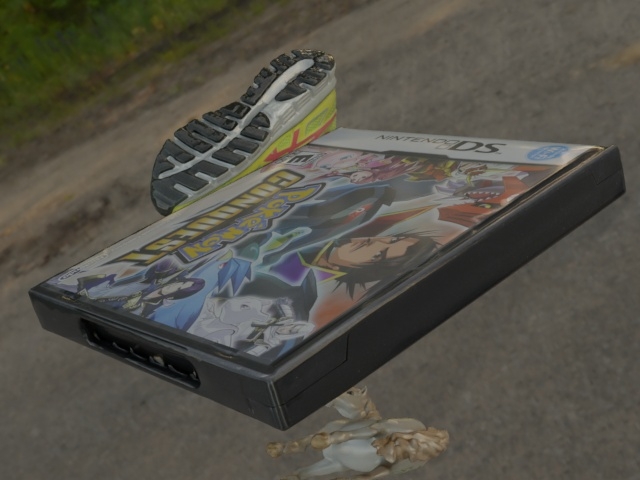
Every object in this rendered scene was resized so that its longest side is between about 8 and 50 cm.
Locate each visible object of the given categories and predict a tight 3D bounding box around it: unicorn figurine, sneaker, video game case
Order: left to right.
[{"bbox_3d":[-0.054,-0.074,0.916,0.208,0.094,0.081,-39,49,-23],"label":"sneaker"},{"bbox_3d":[0.000,0.000,0.634,0.275,0.035,0.248,-30,26,-33],"label":"video game case"},{"bbox_3d":[0.022,0.130,0.694,0.111,0.060,0.162,-13,16,-37],"label":"unicorn figurine"}]
